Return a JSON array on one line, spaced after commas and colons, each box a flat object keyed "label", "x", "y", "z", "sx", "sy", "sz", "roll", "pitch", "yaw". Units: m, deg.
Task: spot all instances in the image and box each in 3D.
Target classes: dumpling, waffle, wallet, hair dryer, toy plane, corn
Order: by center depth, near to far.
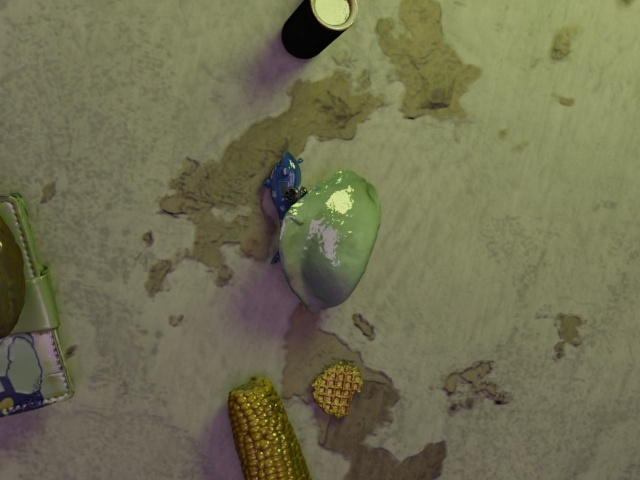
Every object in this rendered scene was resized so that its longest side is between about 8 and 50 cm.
[{"label": "wallet", "x": -0.478, "y": 0.099, "z": 1.171, "sx": 0.224, "sy": 0.077, "sz": 0.309, "roll": -12, "pitch": 101, "yaw": -5}, {"label": "hair dryer", "x": 0.021, "y": -0.382, "z": 1.194, "sx": 0.070, "sy": 0.128, "sz": 0.255, "roll": 23, "pitch": 71, "yaw": -17}, {"label": "dumpling", "x": 0.002, "y": -0.001, "z": 1.220, "sx": 0.149, "sy": 0.105, "sz": 0.216, "roll": 19, "pitch": 95, "yaw": -15}, {"label": "toy plane", "x": -0.054, "y": -0.049, "z": 1.239, "sx": 0.062, "sy": 0.054, "sz": 0.167, "roll": 3, "pitch": 97, "yaw": 15}, {"label": "corn", "x": -0.061, "y": 0.357, "z": 1.260, "sx": 0.102, "sy": 0.101, "sz": 0.310, "roll": -18, "pitch": 101, "yaw": -7}, {"label": "waffle", "x": 0.028, "y": 0.227, "z": 1.301, "sx": 0.078, "sy": 0.016, "sz": 0.085, "roll": 41, "pitch": 89, "yaw": -12}]

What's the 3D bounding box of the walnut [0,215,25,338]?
[{"label": "walnut", "x": -0.463, "y": 0.031, "z": 1.047, "sx": 0.178, "sy": 0.178, "sz": 0.230, "roll": -19, "pitch": 98, "yaw": -6}]
